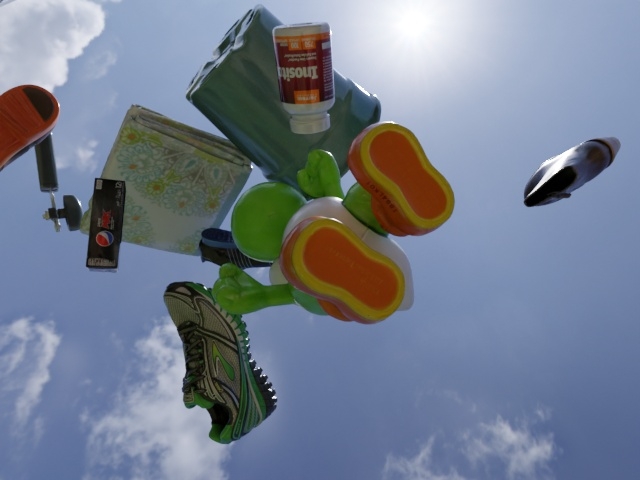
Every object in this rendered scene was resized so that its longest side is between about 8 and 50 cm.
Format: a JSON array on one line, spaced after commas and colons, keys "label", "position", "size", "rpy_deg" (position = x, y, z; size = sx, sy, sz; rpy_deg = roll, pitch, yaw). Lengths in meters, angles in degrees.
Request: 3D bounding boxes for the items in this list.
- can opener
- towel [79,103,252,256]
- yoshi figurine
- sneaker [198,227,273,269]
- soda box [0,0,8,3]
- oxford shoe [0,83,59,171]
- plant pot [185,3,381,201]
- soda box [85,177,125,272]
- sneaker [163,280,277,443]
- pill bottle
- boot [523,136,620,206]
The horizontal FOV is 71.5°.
[{"label": "can opener", "position": [-0.716, -0.157, 1.202], "size": [0.074, 0.093, 0.280], "rpy_deg": [-13, -90, 55]}, {"label": "towel", "position": [-0.383, -0.127, 1.127], "size": [0.374, 0.320, 0.090], "rpy_deg": [-54, -141, 26]}, {"label": "yoshi figurine", "position": [-0.026, -0.011, 0.505], "size": [0.204, 0.362, 0.203], "rpy_deg": [-5, -97, -16]}, {"label": "sneaker", "position": [-0.192, 0.037, 1.129], "size": [0.232, 0.081, 0.090], "rpy_deg": [15, -55, -2]}, {"label": "soda box", "position": [-0.246, -0.251, 0.345], "size": [0.286, 0.098, 0.091], "rpy_deg": [21, -122, 45]}, {"label": "oxford shoe", "position": [-0.695, -0.172, 0.903], "size": [0.130, 0.133, 0.363], "rpy_deg": [51, -120, -12]}, {"label": "plant pot", "position": [-0.096, -0.313, 1.016], "size": [0.341, 0.334, 0.341], "rpy_deg": [-33, -144, 29]}, {"label": "soda box", "position": [-0.399, -0.027, 0.830], "size": [0.053, 0.060, 0.169], "rpy_deg": [5, -103, -22]}, {"label": "sneaker", "position": [-0.208, 0.234, 0.853], "size": [0.134, 0.146, 0.343], "rpy_deg": [-16, -77, 43]}, {"label": "pill bottle", "position": [-0.022, -0.246, 0.677], "size": [0.086, 0.086, 0.152], "rpy_deg": [5, -59, 20]}, {"label": "boot", "position": [0.472, -0.118, 0.921], "size": [0.207, 0.248, 0.090], "rpy_deg": [-28, -102, -29]}]
